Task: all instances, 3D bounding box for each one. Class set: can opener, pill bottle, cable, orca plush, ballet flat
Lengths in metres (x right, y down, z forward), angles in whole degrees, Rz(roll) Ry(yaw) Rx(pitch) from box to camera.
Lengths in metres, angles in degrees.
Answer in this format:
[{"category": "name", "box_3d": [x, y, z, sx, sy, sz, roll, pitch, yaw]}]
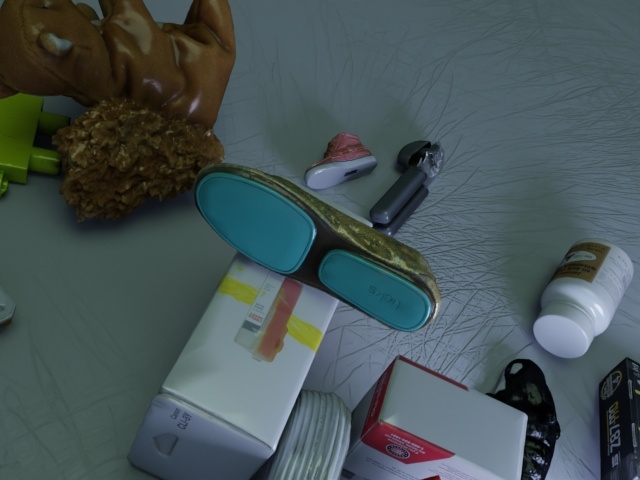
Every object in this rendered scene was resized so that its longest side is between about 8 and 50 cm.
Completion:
[{"category": "can opener", "box_3d": [0.166, -0.112, 1.494, 0.095, 0.076, 0.283, 15, 44, 32]}, {"category": "pill bottle", "box_3d": [0.491, 0.109, 1.406, 0.131, 0.131, 0.229, 38, 52, 8]}, {"category": "cable", "box_3d": [-0.035, 0.319, 0.978, 0.089, 0.257, 0.257, 21, 63, -1]}, {"category": "orca plush", "box_3d": [0.337, 0.307, 1.224, 0.151, 0.102, 0.287, 32, 52, 3]}, {"category": "ballet flat", "box_3d": [0.000, 0.000, 0.966, 0.348, 0.123, 0.123, 29, 51, -1]}]

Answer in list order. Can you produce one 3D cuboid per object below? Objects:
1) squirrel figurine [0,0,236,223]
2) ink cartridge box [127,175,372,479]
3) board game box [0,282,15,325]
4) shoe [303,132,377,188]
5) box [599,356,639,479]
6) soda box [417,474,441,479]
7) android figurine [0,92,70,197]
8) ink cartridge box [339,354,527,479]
[{"category": "squirrel figurine", "box_3d": [-0.335, -0.236, 1.206, 0.370, 0.280, 0.397, -4, 83, -60]}, {"category": "ink cartridge box", "box_3d": [-0.096, 0.146, 1.066, 0.160, 0.279, 0.385, 28, 51, -2]}, {"category": "board game box", "box_3d": [-0.704, 0.057, 1.045, 0.389, 0.050, 0.390, -30, 70, -34]}, {"category": "shoe", "box_3d": [0.025, -0.158, 1.467, 0.177, 0.063, 0.081, -17, 62, -36]}, {"category": "box", "box_3d": [0.653, 0.404, 1.224, 0.394, 0.097, 0.318, 31, 31, 1]}, {"category": "soda box", "box_3d": [0.081, 0.392, 0.964, 0.083, 0.263, 0.092, -4, 58, -25]}, {"category": "android figurine", "box_3d": [-0.572, -0.185, 1.262, 0.272, 0.056, 0.248, 8, 55, -18]}, {"category": "ink cartridge box", "box_3d": [0.131, 0.305, 1.043, 0.196, 0.273, 0.114, 25, 48, -2]}]
